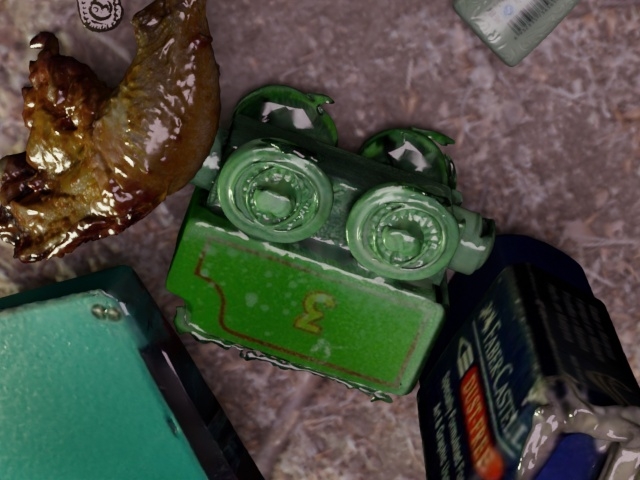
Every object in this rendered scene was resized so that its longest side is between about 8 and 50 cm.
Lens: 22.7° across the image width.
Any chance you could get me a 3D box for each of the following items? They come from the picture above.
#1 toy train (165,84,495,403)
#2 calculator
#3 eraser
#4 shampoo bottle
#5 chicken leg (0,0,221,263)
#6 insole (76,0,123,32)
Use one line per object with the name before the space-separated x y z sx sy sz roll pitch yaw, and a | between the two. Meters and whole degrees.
toy train | 0.000 0.000 1.209 0.243 0.132 0.188 20 116 -8
calculator | -0.192 0.146 1.252 0.248 0.058 0.274 -15 117 26
eraser | 0.145 0.109 1.143 0.102 0.332 0.155 28 108 -11
shampoo bottle | 0.188 -0.215 1.174 0.191 0.041 0.069 -43 102 13
chicken leg | -0.147 -0.096 1.142 0.322 0.083 0.177 -33 70 42
insole | -0.175 -0.219 1.179 0.045 0.002 0.135 -10 112 2
